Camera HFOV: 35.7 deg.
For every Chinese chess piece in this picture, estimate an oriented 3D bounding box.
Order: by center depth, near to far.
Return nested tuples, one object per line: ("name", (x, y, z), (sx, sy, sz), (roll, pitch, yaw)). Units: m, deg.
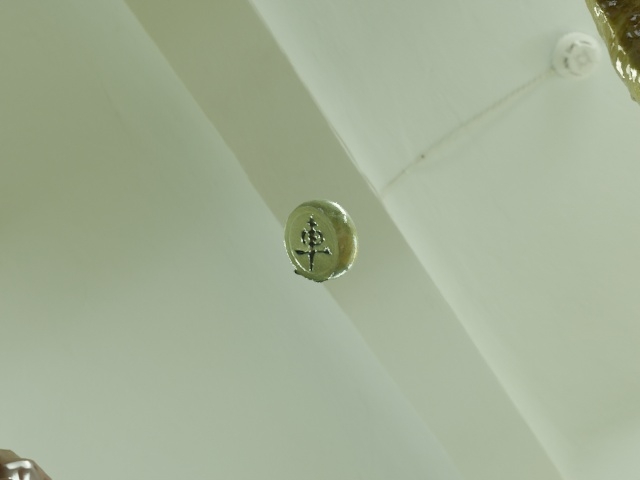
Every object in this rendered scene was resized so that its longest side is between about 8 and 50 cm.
("Chinese chess piece", (0.000, 0.000, 0.994), (0.034, 0.084, 0.084), (-18, -62, -44))

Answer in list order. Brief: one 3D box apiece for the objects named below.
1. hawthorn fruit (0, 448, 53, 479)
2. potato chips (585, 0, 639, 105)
("hawthorn fruit", (-0.235, 0.237, 0.505), (0.275, 0.275, 0.300), (22, -120, -18))
("potato chips", (0.205, -0.197, 0.683), (0.057, 0.407, 0.080), (-11, -36, 5))
